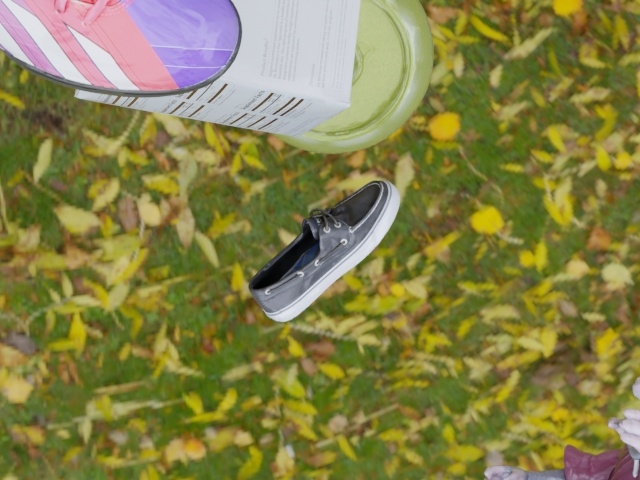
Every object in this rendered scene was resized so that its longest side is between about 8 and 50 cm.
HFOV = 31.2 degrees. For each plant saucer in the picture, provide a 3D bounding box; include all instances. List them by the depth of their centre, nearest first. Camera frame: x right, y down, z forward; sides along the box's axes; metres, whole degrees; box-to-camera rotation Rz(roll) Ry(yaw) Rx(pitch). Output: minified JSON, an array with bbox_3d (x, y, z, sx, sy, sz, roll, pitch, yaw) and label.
[{"bbox_3d":[0.014,-0.211,1.340,0.240,0.037,0.241,0,113,1],"label":"plant saucer"}]

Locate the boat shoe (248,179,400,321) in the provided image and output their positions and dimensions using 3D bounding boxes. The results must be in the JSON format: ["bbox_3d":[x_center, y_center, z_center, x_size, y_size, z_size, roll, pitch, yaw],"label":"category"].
[{"bbox_3d":[0.000,0.000,1.430,0.228,0.080,0.076,-43,129,3],"label":"boat shoe"}]

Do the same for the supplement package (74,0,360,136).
[{"bbox_3d":[-0.083,-0.206,0.951,0.203,0.149,0.194,9,81,-19],"label":"supplement package"}]

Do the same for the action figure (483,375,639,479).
[{"bbox_3d":[0.293,0.267,0.985,0.275,0.248,0.370,24,80,-9],"label":"action figure"}]

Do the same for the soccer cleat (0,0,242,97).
[{"bbox_3d":[-0.194,-0.182,0.686,0.318,0.116,0.109,25,74,-6],"label":"soccer cleat"}]
